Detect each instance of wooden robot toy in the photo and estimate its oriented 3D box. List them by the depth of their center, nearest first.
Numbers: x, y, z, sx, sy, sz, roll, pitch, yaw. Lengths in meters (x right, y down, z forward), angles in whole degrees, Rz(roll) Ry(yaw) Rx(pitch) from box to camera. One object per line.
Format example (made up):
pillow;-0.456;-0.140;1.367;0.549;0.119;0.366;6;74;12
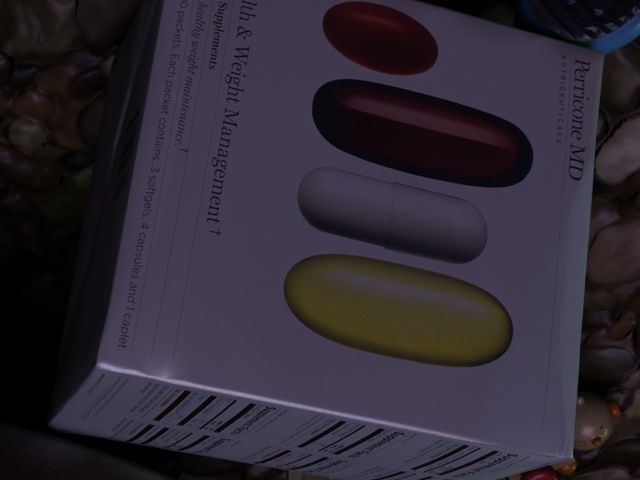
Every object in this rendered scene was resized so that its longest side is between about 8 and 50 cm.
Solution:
wooden robot toy;0.150;0.128;0.879;0.079;0.076;0.173;-26;125;-2

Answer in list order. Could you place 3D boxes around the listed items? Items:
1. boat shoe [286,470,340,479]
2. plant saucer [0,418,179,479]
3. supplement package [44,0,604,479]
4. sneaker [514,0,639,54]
boat shoe;0.048;0.158;0.862;0.113;0.103;0.302;-14;126;5
plant saucer;-0.173;0.128;0.758;0.310;0.050;0.310;13;163;4
supplement package;0.000;0.000;0.666;0.203;0.194;0.149;12;161;-15
sneaker;0.180;-0.156;0.696;0.209;0.082;0.069;-35;83;0
